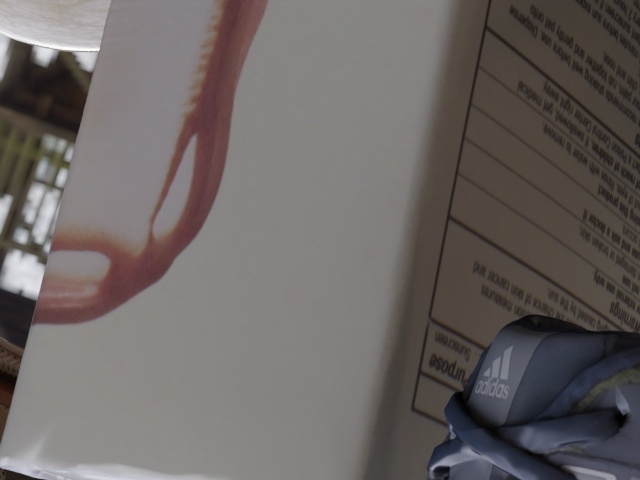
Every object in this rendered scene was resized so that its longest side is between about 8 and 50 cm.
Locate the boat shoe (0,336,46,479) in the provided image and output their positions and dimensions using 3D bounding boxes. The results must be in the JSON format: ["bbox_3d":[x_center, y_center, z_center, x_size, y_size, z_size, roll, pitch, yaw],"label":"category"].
[{"bbox_3d":[-0.143,0.072,0.562,0.324,0.123,0.116,21,-174,-34],"label":"boat shoe"}]

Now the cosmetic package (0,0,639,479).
[{"bbox_3d":[0.027,-0.053,0.530,0.129,0.296,0.153,1,160,35],"label":"cosmetic package"}]

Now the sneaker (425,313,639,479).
[{"bbox_3d":[0.045,0.085,0.373,0.300,0.121,0.111,-28,-173,-20],"label":"sneaker"}]

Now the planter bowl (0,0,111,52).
[{"bbox_3d":[-0.107,-0.163,0.906,0.109,0.162,0.162,30,-171,12],"label":"planter bowl"}]
